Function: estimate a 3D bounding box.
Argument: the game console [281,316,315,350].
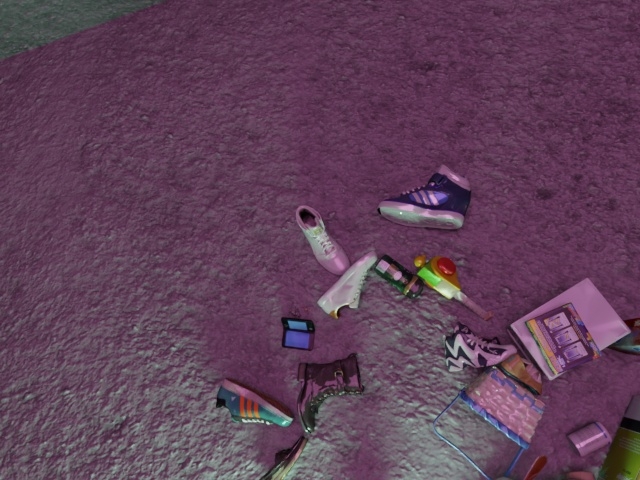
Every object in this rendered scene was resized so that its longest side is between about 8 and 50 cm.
[{"bbox_3d":[-0.087,0.344,1.660,0.122,0.107,0.071,4,48,12],"label":"game console"}]

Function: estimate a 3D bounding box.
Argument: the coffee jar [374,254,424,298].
[{"bbox_3d":[0.287,0.133,1.624,0.184,0.096,0.079,38,88,17],"label":"coffee jar"}]

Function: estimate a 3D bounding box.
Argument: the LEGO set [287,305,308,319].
[{"bbox_3d":[-0.086,0.269,1.702,0.083,0.023,0.054,-33,71,2],"label":"LEGO set"}]

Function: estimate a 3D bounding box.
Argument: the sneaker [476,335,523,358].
[{"bbox_3d":[0.597,0.366,1.517,0.170,0.051,0.089,0,75,24],"label":"sneaker"}]

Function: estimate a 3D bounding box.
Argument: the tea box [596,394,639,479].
[{"bbox_3d":[1.034,0.666,1.261,0.329,0.220,0.323,26,82,16],"label":"tea box"}]

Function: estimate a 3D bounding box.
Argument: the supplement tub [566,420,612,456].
[{"bbox_3d":[0.833,0.616,1.395,0.107,0.071,0.071,-27,72,3],"label":"supplement tub"}]

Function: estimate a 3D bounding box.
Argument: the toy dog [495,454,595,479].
[{"bbox_3d":[0.686,0.731,1.282,0.334,0.161,0.220,-6,51,-20],"label":"toy dog"}]

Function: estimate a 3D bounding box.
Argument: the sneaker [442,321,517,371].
[{"bbox_3d":[0.511,0.335,1.488,0.235,0.094,0.153,-26,76,41],"label":"sneaker"}]

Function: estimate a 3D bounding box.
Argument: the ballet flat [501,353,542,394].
[{"bbox_3d":[0.652,0.422,1.413,0.073,0.232,0.080,-51,35,4],"label":"ballet flat"}]

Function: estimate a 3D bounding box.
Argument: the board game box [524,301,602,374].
[{"bbox_3d":[0.718,0.291,1.337,0.141,0.048,0.170,-25,74,7],"label":"board game box"}]

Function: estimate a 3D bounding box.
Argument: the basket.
[{"bbox_3d":[0.534,0.563,1.402,0.255,0.201,0.289,40,86,16],"label":"basket"}]

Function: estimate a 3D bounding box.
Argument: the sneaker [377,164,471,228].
[{"bbox_3d":[0.394,-0.178,1.682,0.323,0.130,0.236,10,68,19],"label":"sneaker"}]

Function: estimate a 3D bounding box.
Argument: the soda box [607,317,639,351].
[{"bbox_3d":[0.964,0.290,1.353,0.083,0.263,0.092,17,80,14],"label":"soda box"}]

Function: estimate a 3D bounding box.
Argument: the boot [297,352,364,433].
[{"bbox_3d":[0.038,0.532,1.571,0.229,0.091,0.263,-6,72,11],"label":"boot"}]

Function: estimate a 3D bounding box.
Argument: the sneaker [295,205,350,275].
[{"bbox_3d":[0.000,0.000,1.682,0.108,0.169,0.292,-37,72,-2],"label":"sneaker"}]

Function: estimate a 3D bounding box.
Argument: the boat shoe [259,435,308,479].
[{"bbox_3d":[-0.130,0.762,1.549,0.073,0.080,0.223,35,89,13],"label":"boat shoe"}]

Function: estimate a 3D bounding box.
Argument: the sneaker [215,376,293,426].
[{"bbox_3d":[-0.240,0.605,1.606,0.302,0.108,0.121,19,80,24],"label":"sneaker"}]

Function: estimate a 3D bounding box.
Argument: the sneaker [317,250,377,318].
[{"bbox_3d":[0.126,0.167,1.642,0.123,0.106,0.290,45,105,13],"label":"sneaker"}]

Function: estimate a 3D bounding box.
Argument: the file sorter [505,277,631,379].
[{"bbox_3d":[0.771,0.286,1.443,0.278,0.173,0.193,-32,72,2],"label":"file sorter"}]

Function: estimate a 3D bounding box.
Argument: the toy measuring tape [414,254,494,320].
[{"bbox_3d":[0.473,0.150,1.590,0.330,0.121,0.121,35,84,1],"label":"toy measuring tape"}]
